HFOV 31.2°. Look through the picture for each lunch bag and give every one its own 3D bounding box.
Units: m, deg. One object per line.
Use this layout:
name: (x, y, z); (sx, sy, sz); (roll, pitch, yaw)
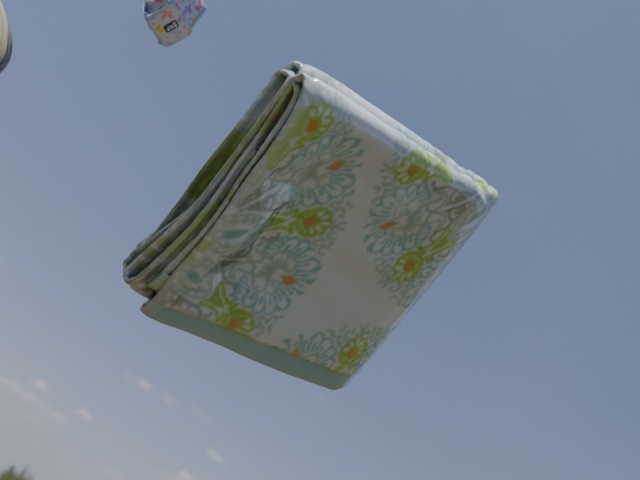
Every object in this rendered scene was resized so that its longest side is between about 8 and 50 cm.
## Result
lunch bag: (-0.201, -0.312, 1.556); (0.053, 0.083, 0.071); (23, -22, 30)

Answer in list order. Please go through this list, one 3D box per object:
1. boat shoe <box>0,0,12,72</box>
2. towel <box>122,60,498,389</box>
boat shoe: (-0.424, -0.328, 1.217); (0.355, 0.132, 0.130); (64, 0, 22)
towel: (0.000, 0.000, 1.306); (0.374, 0.320, 0.090); (27, 19, -43)
